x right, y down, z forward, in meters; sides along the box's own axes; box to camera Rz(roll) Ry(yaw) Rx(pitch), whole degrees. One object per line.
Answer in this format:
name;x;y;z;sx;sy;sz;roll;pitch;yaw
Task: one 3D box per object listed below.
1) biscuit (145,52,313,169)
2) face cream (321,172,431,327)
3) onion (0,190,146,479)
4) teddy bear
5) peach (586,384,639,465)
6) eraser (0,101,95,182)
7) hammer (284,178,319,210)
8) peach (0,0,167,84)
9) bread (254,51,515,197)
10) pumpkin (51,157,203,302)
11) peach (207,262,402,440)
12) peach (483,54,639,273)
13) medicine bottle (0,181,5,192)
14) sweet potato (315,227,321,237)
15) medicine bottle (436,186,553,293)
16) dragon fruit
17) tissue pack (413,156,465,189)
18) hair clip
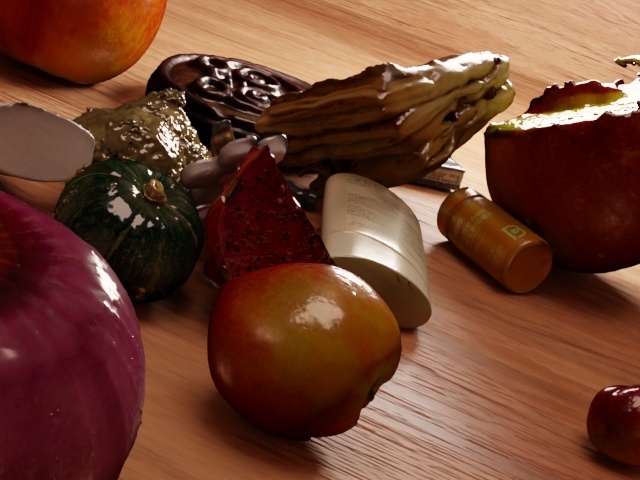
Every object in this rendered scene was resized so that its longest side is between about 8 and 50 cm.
biscuit;-0.116;-0.245;2.146;0.407;0.091;0.407;16;20;-6
face cream;0.077;0.012;1.646;0.173;0.081;0.348;33;19;-11
onion;-0.296;0.085;0.886;0.358;0.345;0.358;30;41;-30
teddy bear;-0.252;-0.119;1.631;0.267;0.156;0.256;19;22;0
peach;0.363;0.215;1.370;0.101;0.100;0.101;16;21;-6
eraser;-0.437;-0.137;1.496;0.270;0.095;0.174;14;1;43
hammer;-0.085;-0.041;1.727;0.137;0.037;0.290;18;20;0
peach;-0.443;-0.480;2.085;0.388;0.388;0.388;16;21;-6
bread;0.118;-0.188;1.920;0.314;0.191;0.370;-11;6;42
pumpkin;-0.226;-0.013;1.384;0.190;0.146;0.190;26;13;-6
peach;-0.026;0.110;1.192;0.197;0.197;0.197;16;21;-6
peach;0.448;-0.107;1.894;0.335;0.310;0.406;-28;11;-17
medicine bottle;-0.444;-0.026;1.356;0.074;0.074;0.218;21;19;7
sweet potato;0.000;0.000;1.699;0.034;0.034;0.095;14;19;-10
medicine bottle;0.271;-0.002;1.834;0.096;0.096;0.192;4;26;-33
dragon fruit;-0.074;0.027;1.437;0.134;0.262;0.211;-32;11;-10
tissue pack;0.179;-0.142;2.176;0.156;0.051;0.112;11;21;-17
hair clip;-0.119;-0.071;1.511;0.146;0.257;0.075;-26;66;-20
